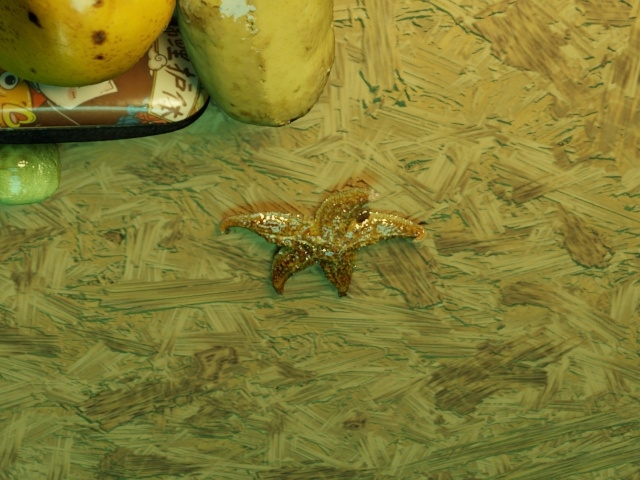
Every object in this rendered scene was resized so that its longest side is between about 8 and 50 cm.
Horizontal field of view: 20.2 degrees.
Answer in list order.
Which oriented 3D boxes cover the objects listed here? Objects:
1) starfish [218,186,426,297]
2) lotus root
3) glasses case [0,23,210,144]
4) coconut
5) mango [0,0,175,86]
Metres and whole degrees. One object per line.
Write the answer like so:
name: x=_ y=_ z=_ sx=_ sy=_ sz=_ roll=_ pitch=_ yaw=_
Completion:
starfish: x=0.000 y=0.001 z=2.102 sx=0.240 sy=0.043 sz=0.227 roll=8 pitch=140 yaw=-7
lotus root: x=-0.062 y=-0.227 z=1.714 sx=0.146 sy=0.160 sz=0.284 roll=3 pitch=145 yaw=5
glasses case: x=-0.269 y=-0.161 z=1.823 sx=0.320 sy=0.122 sz=0.082 roll=-2 pitch=142 yaw=1
coconut: x=-0.329 y=-0.080 z=1.956 sx=0.096 sy=0.088 sz=0.088 roll=2 pitch=142 yaw=-14
mango: x=-0.237 y=-0.235 z=1.679 sx=0.191 sy=0.160 sz=0.290 roll=49 pitch=145 yaw=-10
